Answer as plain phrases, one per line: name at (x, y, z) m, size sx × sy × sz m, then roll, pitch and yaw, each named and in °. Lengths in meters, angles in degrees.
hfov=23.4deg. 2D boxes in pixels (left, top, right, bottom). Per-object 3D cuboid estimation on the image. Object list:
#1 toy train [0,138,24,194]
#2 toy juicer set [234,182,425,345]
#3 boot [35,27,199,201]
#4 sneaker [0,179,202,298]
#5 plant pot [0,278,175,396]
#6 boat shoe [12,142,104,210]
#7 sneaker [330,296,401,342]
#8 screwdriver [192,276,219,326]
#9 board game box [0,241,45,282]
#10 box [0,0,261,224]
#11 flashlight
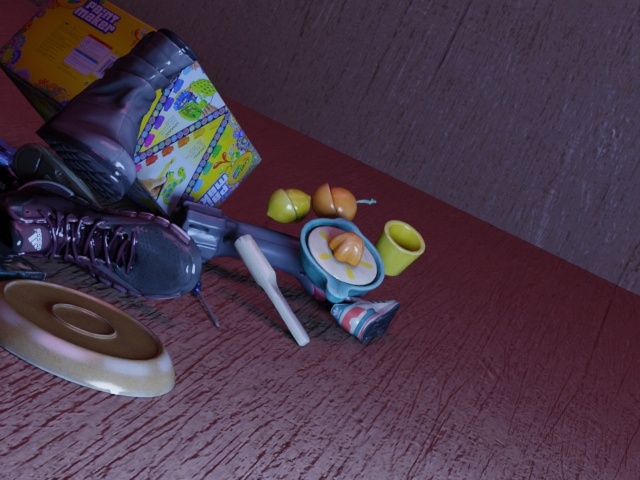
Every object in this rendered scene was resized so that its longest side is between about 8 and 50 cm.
toy train at (-0.450, -0.104, 2.077) m, size 0.184 × 0.080 × 0.105 m, roll 33°, pitch 10°, yaw 23°
toy juicer set at (0.000, 0.000, 2.172) m, size 0.209 × 0.089 × 0.329 m, roll 43°, pitch 36°, yaw 11°
boot at (-0.244, -0.178, 1.950) m, size 0.118 × 0.223 × 0.338 m, roll 47°, pitch -5°, yaw -23°
sneaker at (-0.295, 0.009, 1.869) m, size 0.281 × 0.106 × 0.162 m, roll 18°, pitch 14°, yaw 22°
plant pot at (-0.261, 0.097, 1.668) m, size 0.236 × 0.032 × 0.236 m, roll 23°, pitch 12°, yaw -5°
boat shoe at (-0.319, -0.051, 2.008) m, size 0.190 × 0.068 × 0.072 m, roll 55°, pitch 15°, yaw 8°
sneaker at (0.063, 0.101, 2.252) m, size 0.075 × 0.057 × 0.161 m, roll 33°, pitch 16°, yaw 12°
screwdriver at (-0.160, 0.074, 2.030) m, size 0.025 × 0.024 × 0.170 m, roll -9°, pitch 27°, yaw -11°
board game box at (-0.421, 0.004, 1.774) m, size 0.186 × 0.026 × 0.126 m, roll 31°, pitch 14°, yaw 30°
box at (-0.287, -0.195, 2.311) m, size 0.290 × 0.177 × 0.279 m, roll 33°, pitch -15°, yaw 36°
flashlight at (-0.077, 0.020, 2.260) m, size 0.304 × 0.103 × 0.103 m, roll 15°, pitch 19°, yaw -22°
